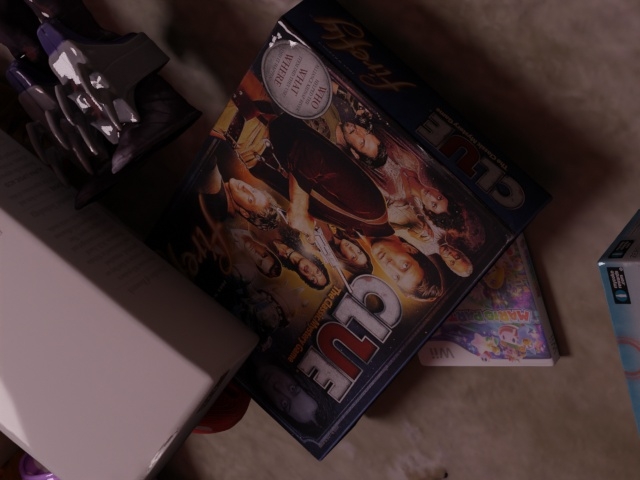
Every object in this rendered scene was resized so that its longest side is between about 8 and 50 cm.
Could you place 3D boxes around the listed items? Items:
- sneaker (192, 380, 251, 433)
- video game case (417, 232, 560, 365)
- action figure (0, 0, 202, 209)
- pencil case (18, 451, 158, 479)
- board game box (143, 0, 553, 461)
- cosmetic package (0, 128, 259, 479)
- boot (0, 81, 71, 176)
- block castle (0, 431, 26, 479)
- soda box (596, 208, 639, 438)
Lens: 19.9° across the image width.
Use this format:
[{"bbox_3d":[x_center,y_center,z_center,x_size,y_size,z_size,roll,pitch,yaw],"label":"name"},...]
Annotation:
[{"bbox_3d":[-0.143,0.079,1.166,0.221,0.087,0.128,27,149,14],"label":"sneaker"},{"bbox_3d":[0.077,0.015,1.002,0.087,0.011,0.122,-3,117,35],"label":"video game case"},{"bbox_3d":[-0.183,-0.157,1.007,0.285,0.099,0.185,52,138,-2],"label":"action figure"},{"bbox_3d":[-0.125,0.215,1.216,0.206,0.086,0.088,63,164,-18],"label":"pencil case"},{"bbox_3d":[0.000,0.000,1.008,0.165,0.042,0.243,42,137,6],"label":"board game box"},{"bbox_3d":[-0.163,0.036,1.040,0.231,0.085,0.117,39,113,4],"label":"cosmetic package"},{"bbox_3d":[-0.223,-0.068,1.119,0.158,0.059,0.085,30,136,13],"label":"boot"},{"bbox_3d":[-0.354,0.280,1.328,0.303,0.213,0.453,18,128,24],"label":"block castle"},{"bbox_3d":[0.197,0.076,0.929,0.063,0.058,0.183,0,118,34],"label":"soda box"}]
